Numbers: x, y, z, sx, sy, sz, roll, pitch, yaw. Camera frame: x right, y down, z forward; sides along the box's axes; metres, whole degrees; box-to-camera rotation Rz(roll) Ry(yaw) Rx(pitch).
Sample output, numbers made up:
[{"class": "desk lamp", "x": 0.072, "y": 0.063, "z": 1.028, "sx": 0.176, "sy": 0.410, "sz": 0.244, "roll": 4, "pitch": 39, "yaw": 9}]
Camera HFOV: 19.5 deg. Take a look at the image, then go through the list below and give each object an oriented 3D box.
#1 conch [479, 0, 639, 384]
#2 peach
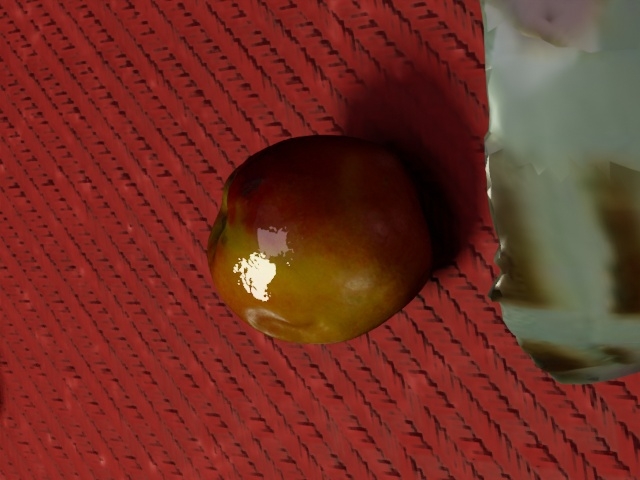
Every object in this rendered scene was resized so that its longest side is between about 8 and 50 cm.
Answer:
[{"class": "conch", "x": 0.141, "y": -0.136, "z": 0.519, "sx": 0.197, "sy": 0.249, "sz": 0.368, "roll": 2, "pitch": 112, "yaw": 33}, {"class": "peach", "x": 0.001, "y": 0.001, "z": 0.860, "sx": 0.101, "sy": 0.101, "sz": 0.100, "roll": 18, "pitch": 114, "yaw": 47}]
